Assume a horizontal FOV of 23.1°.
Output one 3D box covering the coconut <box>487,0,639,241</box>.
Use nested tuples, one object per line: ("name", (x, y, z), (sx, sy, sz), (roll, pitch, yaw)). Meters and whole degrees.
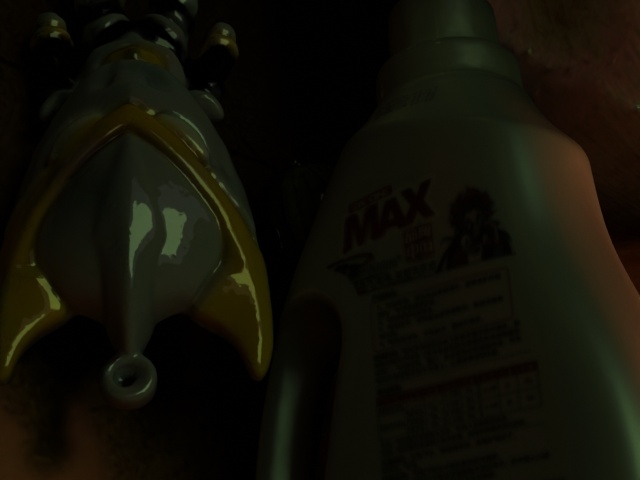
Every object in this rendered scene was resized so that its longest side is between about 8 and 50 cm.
("coconut", (0.256, -0.148, 1.063), (0.404, 0.404, 0.405), (19, 53, -27))

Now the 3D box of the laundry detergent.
("laundry detergent", (0.069, 0.051, 0.864), (0.124, 0.264, 0.398), (25, 53, -49))

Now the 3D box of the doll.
("doll", (-0.105, -0.044, 0.918), (0.145, 0.103, 0.316), (16, 49, -25))

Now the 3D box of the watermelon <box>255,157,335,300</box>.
("watermelon", (0.000, 0.000, 0.986), (0.078, 0.078, 0.111), (-8, 69, -40))

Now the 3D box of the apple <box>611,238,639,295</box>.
("apple", (0.192, 0.109, 0.976), (0.230, 0.230, 0.230), (19, 53, -27))
